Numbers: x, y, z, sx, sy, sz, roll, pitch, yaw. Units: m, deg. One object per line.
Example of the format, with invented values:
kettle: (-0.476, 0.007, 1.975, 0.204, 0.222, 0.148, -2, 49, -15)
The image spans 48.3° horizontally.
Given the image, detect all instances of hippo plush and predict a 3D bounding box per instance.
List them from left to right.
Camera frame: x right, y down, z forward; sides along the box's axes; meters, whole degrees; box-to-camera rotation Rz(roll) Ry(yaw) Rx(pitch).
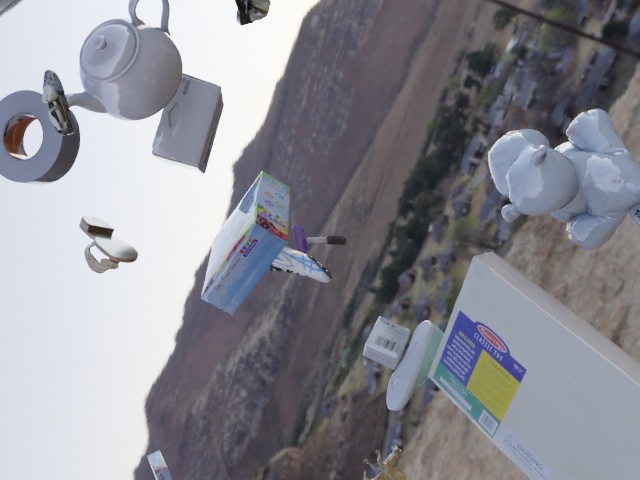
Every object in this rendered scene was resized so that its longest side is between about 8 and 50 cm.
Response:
hippo plush: (0.410, -0.080, 1.226, 0.294, 0.237, 0.234, -113, 23, -49)

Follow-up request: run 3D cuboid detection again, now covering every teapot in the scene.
teapot: (-0.446, -0.409, 1.612, 0.187, 0.253, 0.255, 43, -144, -66)

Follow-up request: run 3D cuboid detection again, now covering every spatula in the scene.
spatula: (0.000, 0.000, 2.209, 0.296, 0.030, 0.084, 2, -102, -54)

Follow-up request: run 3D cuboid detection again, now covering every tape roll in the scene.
tape roll: (-0.685, -0.243, 1.700, 0.072, 0.219, 0.219, 5, -76, -72)

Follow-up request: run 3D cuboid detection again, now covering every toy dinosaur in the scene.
toy dinosaur: (0.131, 0.503, 1.480, 0.053, 0.093, 0.183, 100, 180, -55)

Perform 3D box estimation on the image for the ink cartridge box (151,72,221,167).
ink cartridge box: (-0.353, -0.309, 1.944, 0.307, 0.129, 0.223, -160, 87, -83)

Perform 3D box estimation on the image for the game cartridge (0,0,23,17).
game cartridge: (-0.663, -0.474, 1.399, 0.294, 0.060, 0.196, -27, 18, 18)

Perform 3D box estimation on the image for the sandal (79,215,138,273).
sandal: (-0.447, 0.028, 1.470, 0.240, 0.088, 0.079, 35, 107, 49)

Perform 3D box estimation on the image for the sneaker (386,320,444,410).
sneaker: (0.282, 0.357, 1.881, 0.255, 0.151, 0.094, -60, 21, -18)

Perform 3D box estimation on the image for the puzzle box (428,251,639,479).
puzzle box: (0.348, 0.236, 1.089, 0.409, 0.052, 0.272, 44, 134, 39)

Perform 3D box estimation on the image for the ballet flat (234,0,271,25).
ballet flat: (-0.185, -0.635, 1.898, 0.280, 0.096, 0.095, 96, -171, -86)

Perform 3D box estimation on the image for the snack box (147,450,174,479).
snack box: (-0.378, 0.603, 1.761, 0.100, 0.037, 0.141, 19, 129, 64)

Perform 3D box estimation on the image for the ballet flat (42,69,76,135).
ballet flat: (-0.453, -0.233, 1.220, 0.041, 0.041, 0.114, -79, -23, -65)

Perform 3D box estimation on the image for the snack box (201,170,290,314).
snack box: (-0.126, 0.000, 1.236, 0.174, 0.070, 0.207, -52, 17, 22)

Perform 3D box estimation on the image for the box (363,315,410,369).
box: (0.187, 0.289, 2.014, 0.102, 0.101, 0.087, -58, -15, -32)

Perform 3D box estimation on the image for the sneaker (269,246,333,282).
sneaker: (-0.080, 0.059, 1.884, 0.086, 0.237, 0.085, -63, -8, -4)
